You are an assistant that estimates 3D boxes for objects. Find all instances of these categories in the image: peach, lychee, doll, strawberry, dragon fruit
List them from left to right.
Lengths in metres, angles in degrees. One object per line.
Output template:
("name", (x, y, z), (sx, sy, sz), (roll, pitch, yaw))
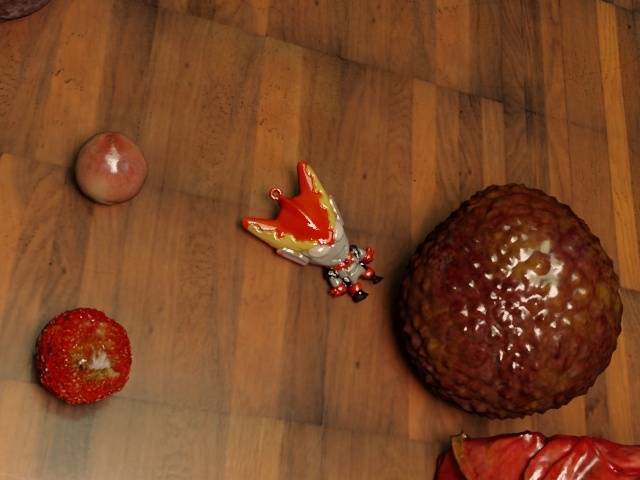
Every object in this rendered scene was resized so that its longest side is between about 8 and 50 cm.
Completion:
("strawberry", (-0.234, 0.114, 0.938), (0.106, 0.106, 0.106), (9, 65, -20))
("peach", (-0.230, -0.080, 1.036), (0.083, 0.083, 0.083), (9, 65, -20))
("doll", (0.000, 0.000, 1.114), (0.169, 0.057, 0.109), (47, 75, -14))
("lychee", (0.213, 0.070, 1.070), (0.261, 0.260, 0.260), (9, 65, -20))
("dragon fruit", (0.287, 0.288, 0.996), (0.302, 0.330, 0.240), (49, 37, 5))

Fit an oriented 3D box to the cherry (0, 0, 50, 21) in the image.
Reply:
("cherry", (-0.360, -0.344, 1.039), (0.195, 0.195, 0.195), (9, 65, -20))
